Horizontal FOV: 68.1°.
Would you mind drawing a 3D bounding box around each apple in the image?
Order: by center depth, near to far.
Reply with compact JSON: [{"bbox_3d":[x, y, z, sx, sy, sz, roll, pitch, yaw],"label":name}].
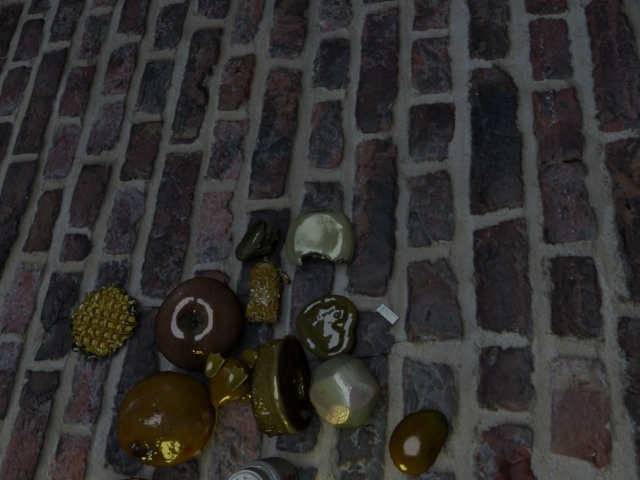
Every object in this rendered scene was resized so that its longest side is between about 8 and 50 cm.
[{"bbox_3d":[-0.447,0.302,1.729,0.345,0.269,0.344,-4,69,11],"label":"apple"}]

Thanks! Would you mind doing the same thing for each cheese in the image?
[{"bbox_3d":[0.000,0.000,1.808,0.266,0.127,0.233,2,71,16],"label":"cheese"}]

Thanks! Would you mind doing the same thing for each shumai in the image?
[{"bbox_3d":[-0.244,0.010,1.872,0.120,0.201,0.201,34,78,-20],"label":"shumai"}]

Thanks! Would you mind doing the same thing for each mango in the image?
[{"bbox_3d":[0.309,0.632,1.506,0.152,0.120,0.221,29,72,18],"label":"mango"}]

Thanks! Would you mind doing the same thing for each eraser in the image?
[{"bbox_3d":[0.242,0.265,1.709,0.083,0.019,0.038,41,86,23],"label":"eraser"}]

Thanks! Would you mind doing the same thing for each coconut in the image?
[{"bbox_3d":[0.083,0.505,1.554,0.227,0.227,0.230,-32,66,1],"label":"coconut"}]

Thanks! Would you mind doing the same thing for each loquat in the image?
[{"bbox_3d":[-0.521,0.605,1.606,0.329,0.328,0.327,-5,69,12],"label":"loquat"}]

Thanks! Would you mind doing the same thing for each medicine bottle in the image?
[{"bbox_3d":[-0.183,0.774,1.477,0.170,0.293,0.169,-4,68,11],"label":"medicine bottle"}]

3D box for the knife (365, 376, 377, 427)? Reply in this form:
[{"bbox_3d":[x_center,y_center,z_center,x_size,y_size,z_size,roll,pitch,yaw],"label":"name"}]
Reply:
[{"bbox_3d":[0.177,0.554,1.624,0.023,0.010,0.170,7,71,17],"label":"knife"}]

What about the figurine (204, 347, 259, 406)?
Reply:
[{"bbox_3d":[-0.291,0.479,1.632,0.216,0.228,0.214,-1,89,26],"label":"figurine"}]

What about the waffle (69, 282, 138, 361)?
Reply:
[{"bbox_3d":[-0.890,0.335,1.937,0.330,0.062,0.328,-4,71,12],"label":"waffle"}]

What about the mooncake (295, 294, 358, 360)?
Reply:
[{"bbox_3d":[0.022,0.308,1.698,0.235,0.117,0.234,-3,72,11],"label":"mooncake"}]

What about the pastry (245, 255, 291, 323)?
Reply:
[{"bbox_3d":[-0.200,0.191,1.799,0.155,0.102,0.249,1,70,13],"label":"pastry"}]

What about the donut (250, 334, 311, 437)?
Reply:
[{"bbox_3d":[-0.129,0.488,1.576,0.160,0.330,0.329,-17,67,19],"label":"donut"}]

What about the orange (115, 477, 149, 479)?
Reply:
[{"bbox_3d":[-0.673,0.926,1.569,0.311,0.274,0.274,-7,64,-26],"label":"orange"}]
